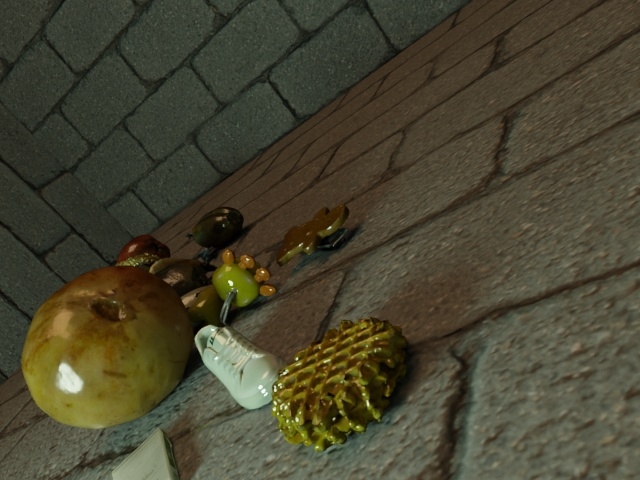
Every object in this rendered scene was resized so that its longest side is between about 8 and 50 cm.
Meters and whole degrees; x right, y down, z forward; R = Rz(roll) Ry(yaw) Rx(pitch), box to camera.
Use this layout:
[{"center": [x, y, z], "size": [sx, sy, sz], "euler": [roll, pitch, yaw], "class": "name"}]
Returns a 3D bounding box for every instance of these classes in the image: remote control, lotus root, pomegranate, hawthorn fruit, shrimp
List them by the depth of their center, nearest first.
[{"center": [-0.432, 0.228, 1.204], "size": [0.338, 0.338, 0.338], "euler": [-37, 17, 13], "class": "pomegranate"}, {"center": [0.000, 0.000, 1.288], "size": [0.059, 0.028, 0.212], "euler": [-46, 17, -21], "class": "remote control"}, {"center": [-0.425, 0.166, 1.577], "size": [0.275, 0.152, 0.160], "euler": [-36, 25, 19], "class": "lotus root"}, {"center": [-0.404, 0.123, 1.727], "size": [0.220, 0.152, 0.046], "euler": [-4, -13, -35], "class": "shrimp"}, {"center": [-0.357, -0.043, 2.020], "size": [0.241, 0.123, 0.123], "euler": [-16, 41, 44], "class": "lotus root"}, {"center": [-0.728, 0.108, 2.318], "size": [0.262, 0.210, 0.210], "euler": [-43, 14, 25], "class": "hawthorn fruit"}]

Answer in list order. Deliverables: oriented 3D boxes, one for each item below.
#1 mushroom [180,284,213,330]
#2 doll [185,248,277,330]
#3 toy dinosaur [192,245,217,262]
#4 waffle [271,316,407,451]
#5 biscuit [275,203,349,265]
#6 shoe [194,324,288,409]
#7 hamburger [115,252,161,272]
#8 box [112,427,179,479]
[{"center": [-0.393, 0.228, 1.459], "size": [0.351, 0.095, 0.123], "euler": [-35, 0, 12], "class": "mushroom"}, {"center": [-0.199, 0.106, 1.280], "size": [0.221, 0.143, 0.135], "euler": [-38, 13, 34], "class": "doll"}, {"center": [-0.396, 0.052, 1.990], "size": [0.080, 0.045, 0.197], "euler": [-41, 6, -22], "class": "toy dinosaur"}, {"center": [0.026, 0.173, 0.728], "size": [0.197, 0.070, 0.193], "euler": [-48, 18, -31], "class": "waffle"}, {"center": [-0.013, -0.016, 1.254], "size": [0.205, 0.031, 0.138], "euler": [-32, 26, 36], "class": "biscuit"}, {"center": [-0.143, 0.199, 0.956], "size": [0.095, 0.110, 0.265], "euler": [-46, 15, -22], "class": "shoe"}, {"center": [-0.650, 0.140, 2.026], "size": [0.243, 0.138, 0.262], "euler": [-36, -22, 5], "class": "hamburger"}, {"center": [-0.280, 0.382, 0.920], "size": [0.109, 0.029, 0.198], "euler": [-44, 18, -11], "class": "box"}]
